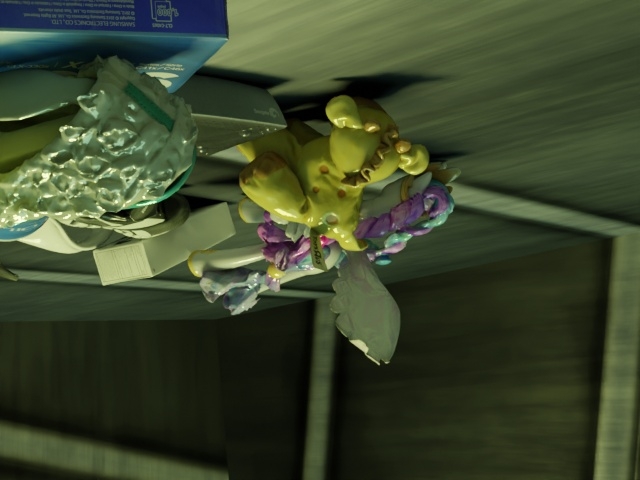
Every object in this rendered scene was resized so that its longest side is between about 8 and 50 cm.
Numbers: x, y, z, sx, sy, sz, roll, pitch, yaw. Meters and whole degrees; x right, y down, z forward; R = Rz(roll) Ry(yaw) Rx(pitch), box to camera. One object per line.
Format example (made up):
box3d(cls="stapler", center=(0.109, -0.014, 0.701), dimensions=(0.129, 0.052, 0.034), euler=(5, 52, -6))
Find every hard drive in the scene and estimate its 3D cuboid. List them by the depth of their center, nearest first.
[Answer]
box3d(cls="hard drive", center=(-0.182, -0.135, 1.464), dimensions=(0.254, 0.054, 0.172), euler=(2, 169, -40))

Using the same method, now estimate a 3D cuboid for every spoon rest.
box3d(cls="spoon rest", center=(-0.402, -0.027, 1.960), dimensions=(0.137, 0.084, 0.276), euler=(-12, 170, 37))

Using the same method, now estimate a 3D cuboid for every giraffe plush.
box3d(cls="giraffe plush", center=(0.021, -0.097, 1.569), dimensions=(0.181, 0.210, 0.170), euler=(7, 136, -43))

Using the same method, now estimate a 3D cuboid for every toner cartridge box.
box3d(cls="toner cartridge box", center=(-0.262, -0.174, 1.078), dimensions=(0.347, 0.075, 0.165), euler=(-2, 170, -22))

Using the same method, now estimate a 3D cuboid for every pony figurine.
box3d(cls="pony figurine", center=(0.000, 0.000, 1.944), dimensions=(0.363, 0.303, 0.351), euler=(-14, -160, 31))

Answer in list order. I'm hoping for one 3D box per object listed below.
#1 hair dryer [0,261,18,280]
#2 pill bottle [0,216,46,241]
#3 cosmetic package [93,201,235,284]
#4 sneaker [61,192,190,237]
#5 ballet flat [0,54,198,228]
box3d(cls="hair dryer", center=(-0.520, -0.007, 1.884), dimensions=(0.223, 0.080, 0.293), euler=(18, 179, -11))
box3d(cls="pill bottle", center=(-0.362, -0.066, 1.581), dimensions=(0.124, 0.124, 0.221), euler=(-2, 172, -19))
box3d(cls="cosmetic package", center=(-0.237, 0.001, 2.096), dimensions=(0.099, 0.060, 0.239), euler=(-8, -169, 30))
box3d(cls="sneaker", center=(-0.261, -0.050, 1.915), dimensions=(0.106, 0.078, 0.234), euler=(-10, 169, 43))
box3d(cls="ballet flat", center=(-0.290, -0.077, 1.139), dimensions=(0.409, 0.147, 0.147), euler=(-12, 169, 27))
